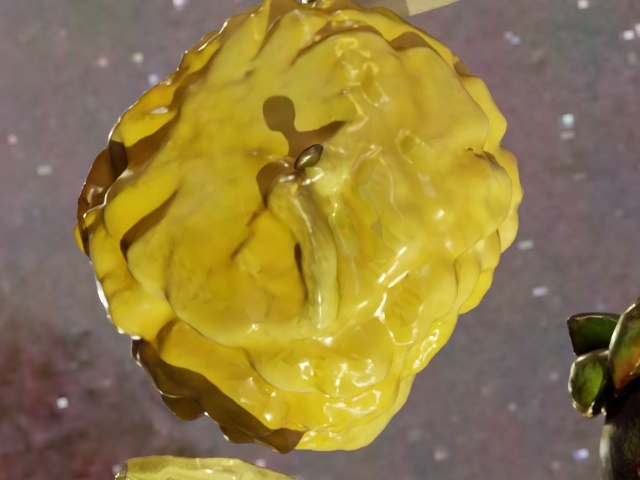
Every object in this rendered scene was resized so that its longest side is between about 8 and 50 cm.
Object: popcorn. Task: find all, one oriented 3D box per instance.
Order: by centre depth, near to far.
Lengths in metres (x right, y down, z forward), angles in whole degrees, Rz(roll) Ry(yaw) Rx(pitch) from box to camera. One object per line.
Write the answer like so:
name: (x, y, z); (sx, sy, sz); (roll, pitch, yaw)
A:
popcorn: (0.000, 0.000, 1.470); (0.381, 0.349, 0.349); (45, 22, -58)

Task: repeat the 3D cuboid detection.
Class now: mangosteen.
mangosteen: (0.398, 0.185, 1.849); (0.311, 0.311, 0.311); (170, -90, -72)

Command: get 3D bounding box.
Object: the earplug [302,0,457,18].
earplug: (0.037, -0.342, 1.542); (0.172, 0.172, 0.301); (151, -73, -71)

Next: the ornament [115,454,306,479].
ornament: (-0.056, 0.184, 1.352); (0.201, 0.180, 0.059); (138, -46, -80)
